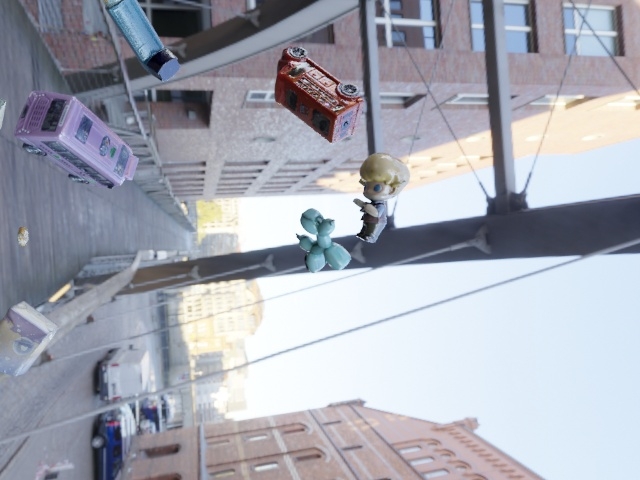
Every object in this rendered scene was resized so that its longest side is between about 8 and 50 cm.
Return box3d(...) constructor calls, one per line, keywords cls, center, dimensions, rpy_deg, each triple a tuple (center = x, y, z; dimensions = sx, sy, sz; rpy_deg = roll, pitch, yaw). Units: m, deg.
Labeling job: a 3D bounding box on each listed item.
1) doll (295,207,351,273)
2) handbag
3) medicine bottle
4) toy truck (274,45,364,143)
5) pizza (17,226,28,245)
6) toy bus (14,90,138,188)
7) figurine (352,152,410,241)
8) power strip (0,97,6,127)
box3d(cls="doll", center=(0.000, 0.000, 1.133), dimensions=(0.159, 0.059, 0.158), rpy_deg=(-19, -74, 53))
box3d(cls="handbag", center=(-0.728, 0.244, 1.161), dimensions=(0.173, 0.117, 0.095), rpy_deg=(-51, -177, 8))
box3d(cls="medicine bottle", center=(-0.481, -0.553, 1.276), dimensions=(0.124, 0.079, 0.258), rpy_deg=(36, -16, 34))
box3d(cls="toy truck", center=(-0.021, -0.340, 1.121), dimensions=(0.253, 0.114, 0.107), rpy_deg=(41, -30, 20))
box3d(cls="pizza", center=(-0.557, -0.007, 0.903), dimensions=(0.083, 0.016, 0.037), rpy_deg=(-5, -98, 61))
box3d(cls="toy bus", center=(-0.413, -0.167, 0.835), dimensions=(0.199, 0.108, 0.096), rpy_deg=(60, 38, -69))
box3d(cls="figurine", center=(0.122, -0.097, 1.068), dimensions=(0.114, 0.108, 0.196), rpy_deg=(-135, -115, -81))
box3d(cls="power strip", center=(-0.667, -0.240, 0.983), dimensions=(0.136, 0.019, 0.051), rpy_deg=(-24, -132, 50))
